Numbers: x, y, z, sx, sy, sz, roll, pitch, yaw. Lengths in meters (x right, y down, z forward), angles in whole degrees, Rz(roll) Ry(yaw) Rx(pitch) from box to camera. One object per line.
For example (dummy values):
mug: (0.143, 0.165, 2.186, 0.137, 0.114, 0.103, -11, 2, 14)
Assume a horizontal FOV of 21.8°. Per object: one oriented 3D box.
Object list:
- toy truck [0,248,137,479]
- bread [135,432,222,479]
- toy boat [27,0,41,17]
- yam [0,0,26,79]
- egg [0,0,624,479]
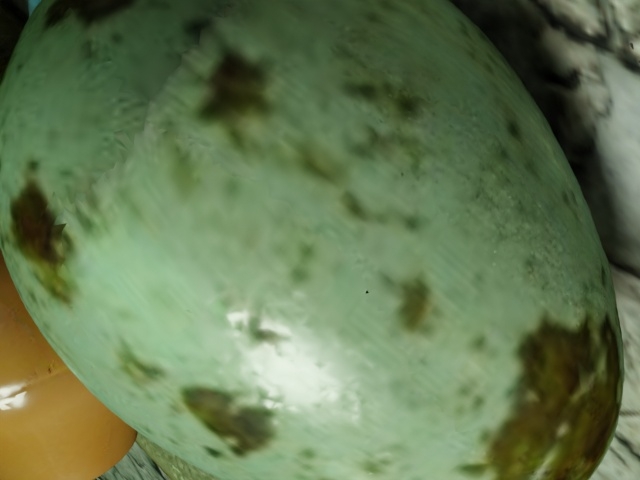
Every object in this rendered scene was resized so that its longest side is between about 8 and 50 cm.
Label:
toy truck: (-0.202, 0.023, 0.802, 0.265, 0.189, 0.239, 49, 141, 2)
bread: (-0.078, 0.066, 0.942, 0.236, 0.070, 0.236, 43, 159, 21)
toy boat: (-0.099, -0.074, 0.759, 0.173, 0.069, 0.059, 99, 150, -61)
yam: (-0.283, -0.188, 0.942, 0.356, 0.081, 0.081, 45, 158, 17)
egg: (0.000, 0.000, 0.532, 0.231, 0.169, 0.169, 41, 160, -3)
